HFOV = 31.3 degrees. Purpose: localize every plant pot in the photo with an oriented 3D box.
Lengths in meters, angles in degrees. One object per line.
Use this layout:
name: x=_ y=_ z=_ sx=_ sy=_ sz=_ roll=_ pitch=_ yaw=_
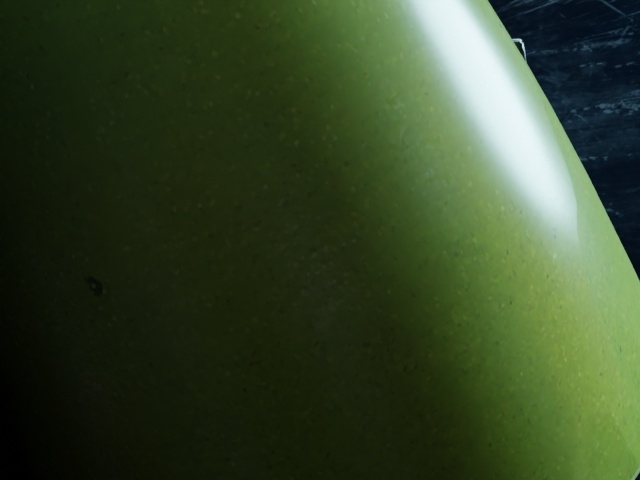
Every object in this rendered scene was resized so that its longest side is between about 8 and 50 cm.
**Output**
plant pot: x=-0.038 y=-0.040 z=0.440 sx=0.274 sy=0.275 sz=0.293 roll=-103 pitch=170 yaw=-62

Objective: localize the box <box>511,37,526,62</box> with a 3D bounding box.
box: x=0.000 y=0.000 z=0.831 sx=0.079 sy=0.322 sz=0.257 roll=-116 pitch=-162 yaw=-82
